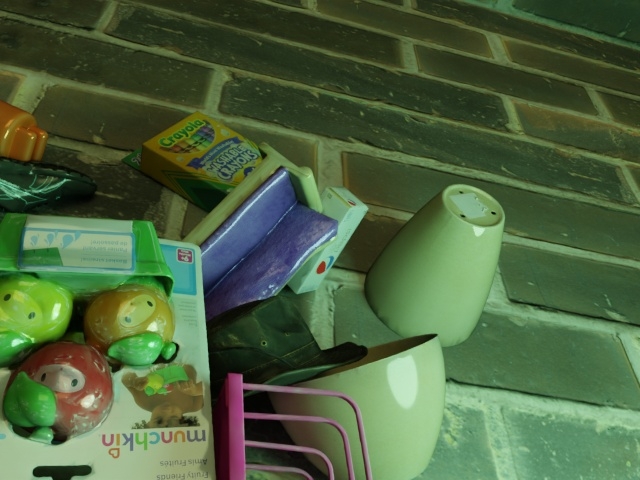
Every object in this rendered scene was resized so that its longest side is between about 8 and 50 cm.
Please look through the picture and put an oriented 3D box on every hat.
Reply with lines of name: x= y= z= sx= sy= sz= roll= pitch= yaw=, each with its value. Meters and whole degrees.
hat: x=-0.102 y=0.161 z=1.035 sx=0.332 sy=0.331 sz=0.133 roll=-13 pitch=82 yaw=-32

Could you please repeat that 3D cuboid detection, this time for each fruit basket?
fruit basket: x=-0.296 y=0.126 z=0.806 sx=0.327 sy=0.165 sz=0.352 roll=4 pitch=47 yaw=-19

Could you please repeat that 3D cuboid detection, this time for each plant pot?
plant pot: x=0.076 y=0.277 z=1.045 sx=0.284 sy=0.284 sz=0.190 roll=-13 pitch=84 yaw=-32
plant pot: x=0.250 y=0.030 z=1.339 sx=0.257 sy=0.274 sz=0.256 roll=11 pitch=42 yaw=-10

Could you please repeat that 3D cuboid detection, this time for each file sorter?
file sorter: x=-0.063 y=0.346 z=0.866 sx=0.183 sy=0.290 sz=0.202 roll=9 pitch=42 yaw=-17

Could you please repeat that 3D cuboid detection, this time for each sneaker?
sneaker: x=-0.573 y=-0.105 z=1.303 sx=0.268 sy=0.106 sz=0.101 roll=7 pitch=9 yaw=-42

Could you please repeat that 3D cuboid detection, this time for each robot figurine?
robot figurine: x=-0.674 y=-0.228 z=1.363 sx=0.220 sy=0.128 sz=0.158 roll=24 pitch=52 yaw=2

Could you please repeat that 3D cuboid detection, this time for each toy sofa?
toy sofa: x=-0.142 y=0.022 z=1.162 sx=0.177 sy=0.150 sz=0.362 roll=38 pitch=77 yaw=23

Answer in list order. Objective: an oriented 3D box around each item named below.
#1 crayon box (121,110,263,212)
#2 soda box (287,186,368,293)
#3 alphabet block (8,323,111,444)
crayon box: x=-0.255 y=-0.177 z=1.505 sx=0.323 sy=0.083 sz=0.203 roll=30 pitch=42 yaw=11
soda box: x=0.000 y=0.000 z=1.309 sx=0.074 sy=0.216 sz=0.069 roll=44 pitch=26 yaw=25
alphabet block: x=-0.404 y=0.169 z=0.987 sx=0.193 sy=0.197 sz=0.193 roll=4 pitch=44 yaw=-17
